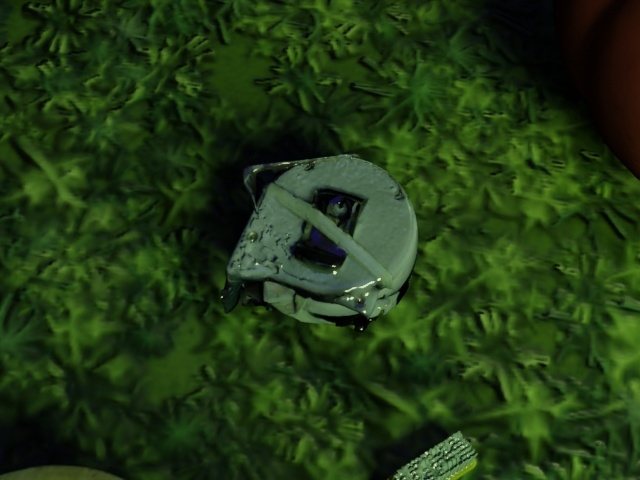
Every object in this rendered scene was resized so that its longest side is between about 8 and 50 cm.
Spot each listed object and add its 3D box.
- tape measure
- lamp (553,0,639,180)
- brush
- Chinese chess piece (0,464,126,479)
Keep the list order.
[{"bbox_3d":[0.002,-0.001,0.586,0.094,0.054,0.091,5,64,5],"label":"tape measure"},{"bbox_3d":[0.260,-0.138,0.551,0.303,0.257,0.303,-14,67,34],"label":"lamp"},{"bbox_3d":[0.035,0.116,0.533,0.083,0.021,0.019,-30,66,-17],"label":"brush"},{"bbox_3d":[-0.116,0.155,0.458,0.144,0.058,0.144,-7,38,5],"label":"Chinese chess piece"}]
